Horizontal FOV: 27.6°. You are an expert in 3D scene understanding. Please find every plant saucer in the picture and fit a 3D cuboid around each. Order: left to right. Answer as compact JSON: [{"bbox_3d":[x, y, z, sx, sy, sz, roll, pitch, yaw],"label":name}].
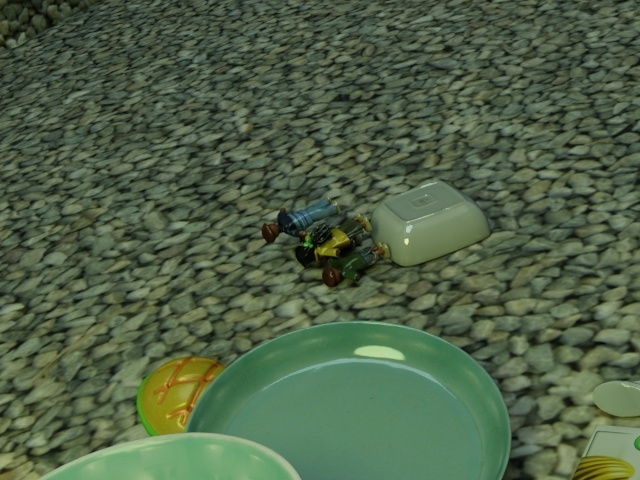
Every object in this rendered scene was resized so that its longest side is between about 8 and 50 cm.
[{"bbox_3d":[0.025,0.201,1.262,0.318,0.043,0.317,-4,39,4],"label":"plant saucer"}]

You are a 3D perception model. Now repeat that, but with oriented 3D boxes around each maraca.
[{"bbox_3d":[-0.115,0.192,1.367,0.127,0.099,0.186,-23,51,-31],"label":"maraca"}]

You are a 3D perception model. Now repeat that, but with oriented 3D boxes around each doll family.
[{"bbox_3d":[0.000,0.000,1.717,0.111,0.076,0.193,-29,24,-17],"label":"doll family"}]

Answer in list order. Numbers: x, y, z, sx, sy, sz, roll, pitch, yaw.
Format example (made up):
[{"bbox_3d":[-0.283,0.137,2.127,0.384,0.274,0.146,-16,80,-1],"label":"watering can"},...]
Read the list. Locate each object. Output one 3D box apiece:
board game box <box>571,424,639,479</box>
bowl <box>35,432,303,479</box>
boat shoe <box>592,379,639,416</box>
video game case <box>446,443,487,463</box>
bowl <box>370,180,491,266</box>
[{"bbox_3d":[0.350,0.240,1.067,0.305,0.053,0.193,1,30,29],"label":"board game box"},{"bbox_3d":[-0.141,0.313,1.056,0.311,0.163,0.311,-11,26,6],"label":"bowl"},{"bbox_3d":[0.321,0.154,1.286,0.100,0.035,0.035,-5,0,27],"label":"boat shoe"},{"bbox_3d":[0.087,0.208,1.315,0.166,0.015,0.119,-18,25,-6],"label":"video game case"},{"bbox_3d":[0.140,-0.030,1.720,0.142,0.053,0.142,-20,25,-11],"label":"bowl"}]
